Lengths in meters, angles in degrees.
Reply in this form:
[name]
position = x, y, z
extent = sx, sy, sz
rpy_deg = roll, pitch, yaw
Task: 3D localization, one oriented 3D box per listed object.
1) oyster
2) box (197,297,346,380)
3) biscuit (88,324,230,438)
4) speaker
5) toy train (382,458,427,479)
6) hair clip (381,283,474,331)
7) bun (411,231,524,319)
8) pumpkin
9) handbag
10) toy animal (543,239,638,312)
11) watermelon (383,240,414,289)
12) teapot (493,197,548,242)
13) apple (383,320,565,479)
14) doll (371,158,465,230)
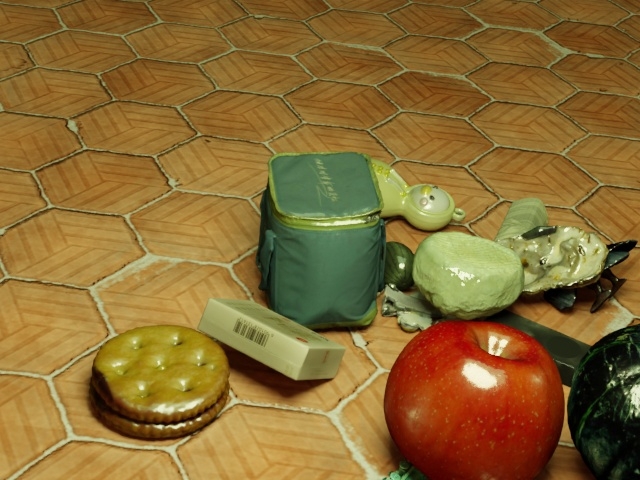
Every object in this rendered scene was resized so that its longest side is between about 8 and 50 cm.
[oyster]
position = 0.346, 0.043, 2.045
extent = 0.345, 0.078, 0.129
rpy_deg = -7, 67, 23
[box]
position = -0.078, 0.156, 1.812
extent = 0.201, 0.058, 0.141
rpy_deg = 23, 6, 26
[biscuit]
position = -0.246, 0.213, 1.741
extent = 0.220, 0.066, 0.220
rpy_deg = 4, 32, -2
[speaker]
position = 0.373, 0.185, 1.905
extent = 0.218, 0.044, 0.082
rpy_deg = 23, 36, 24
[toy train]
position = 0.121, 0.344, 1.629
extent = 0.045, 0.029, 0.092
rpy_deg = 30, 37, 20
[hair clip]
position = 0.193, 0.119, 1.981
extent = 0.172, 0.049, 0.116
rpy_deg = 10, 37, 2
[bun]
position = 0.250, 0.066, 1.941
extent = 0.195, 0.118, 0.195
rpy_deg = 8, 24, -4
[pumpkin]
position = 0.498, 0.266, 1.631
extent = 0.315, 0.238, 0.315
rpy_deg = 19, 36, -15
[handbag]
position = 0.000, 0.000, 1.951
extent = 0.222, 0.241, 0.263
rpy_deg = -2, 30, -4
[toy animal]
position = 0.478, 0.038, 2.086
extent = 0.218, 0.116, 0.179
rpy_deg = -37, 47, -27
[watermelon]
position = 0.136, 0.044, 2.061
extent = 0.078, 0.078, 0.111
rpy_deg = -8, 31, -20
[teapot]
position = 0.367, -0.004, 2.180
extent = 0.107, 0.077, 0.200
rpy_deg = -8, 25, 26
[apple]
position = 0.221, 0.233, 1.628
extent = 0.260, 0.216, 0.260
rpy_deg = 13, 26, -6
[doll]
position = 0.143, -0.093, 2.243
extent = 0.296, 0.117, 0.141
rpy_deg = 11, 35, 8
